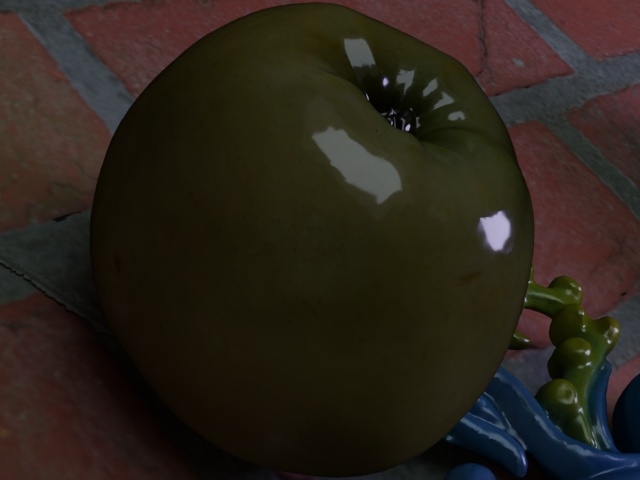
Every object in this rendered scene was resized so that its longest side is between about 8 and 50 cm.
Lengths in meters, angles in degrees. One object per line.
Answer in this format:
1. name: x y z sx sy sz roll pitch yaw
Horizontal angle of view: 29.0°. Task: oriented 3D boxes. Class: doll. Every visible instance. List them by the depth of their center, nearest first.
1. doll: 0.222 0.163 0.797 0.346 0.099 0.341 44 40 9

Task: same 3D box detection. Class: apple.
1. apple: 0.000 0.000 0.717 0.262 0.262 0.262 18 41 -17

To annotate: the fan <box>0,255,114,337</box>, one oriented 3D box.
1. fan: -0.234 -0.018 0.758 0.329 0.009 0.190 34 38 2
